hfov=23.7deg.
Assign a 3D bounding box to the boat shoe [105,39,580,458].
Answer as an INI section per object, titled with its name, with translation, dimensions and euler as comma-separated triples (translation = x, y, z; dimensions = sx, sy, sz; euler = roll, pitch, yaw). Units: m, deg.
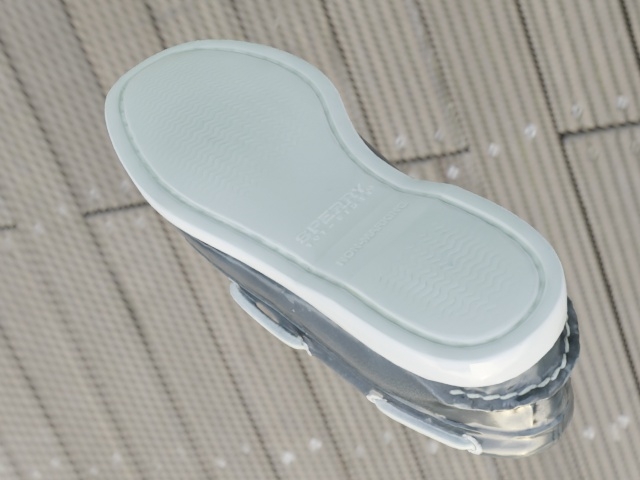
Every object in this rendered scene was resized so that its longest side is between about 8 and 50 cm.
[boat shoe]
translation = 0.000, 0.000, 0.723
dimensions = 0.302, 0.114, 0.091
euler = 43, 161, 43
